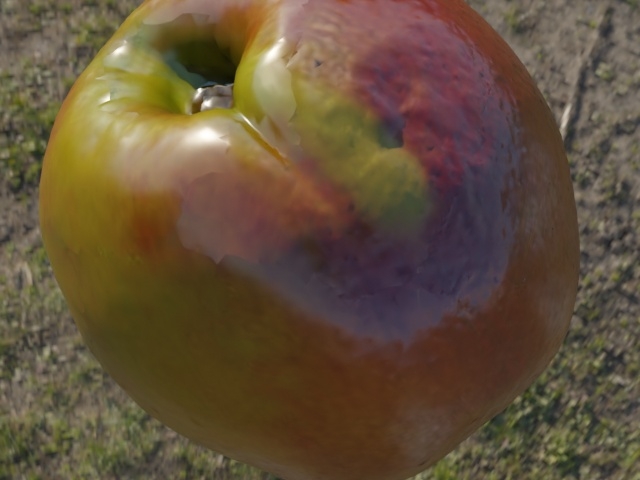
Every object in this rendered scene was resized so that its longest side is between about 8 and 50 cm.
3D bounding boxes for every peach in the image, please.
[{"bbox_3d":[0.000,0.000,0.690,0.307,0.332,0.308,-12,47,14],"label":"peach"}]
